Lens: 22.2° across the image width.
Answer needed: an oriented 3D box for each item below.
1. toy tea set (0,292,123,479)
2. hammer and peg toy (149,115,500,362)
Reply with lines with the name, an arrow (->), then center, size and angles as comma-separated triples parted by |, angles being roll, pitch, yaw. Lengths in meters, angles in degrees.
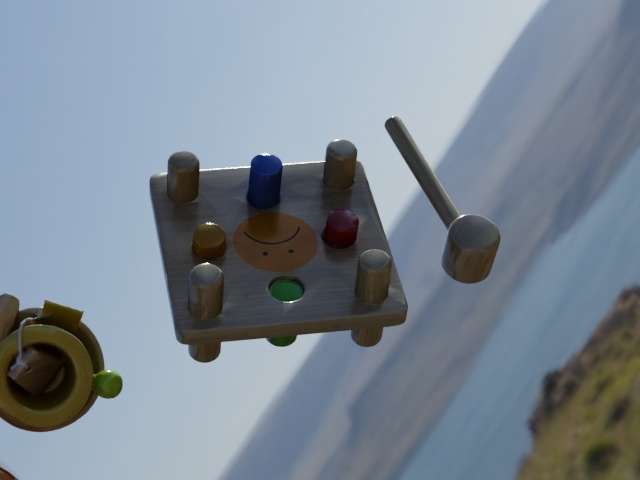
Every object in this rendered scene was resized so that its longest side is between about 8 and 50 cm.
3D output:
toy tea set -> -0.304, 0.110, 1.040 | 0.124, 0.336, 0.200 | -154, 80, -81
hammer and peg toy -> 0.000, 0.000, 1.827 | 0.127, 0.361, 0.266 | 96, 164, -44
